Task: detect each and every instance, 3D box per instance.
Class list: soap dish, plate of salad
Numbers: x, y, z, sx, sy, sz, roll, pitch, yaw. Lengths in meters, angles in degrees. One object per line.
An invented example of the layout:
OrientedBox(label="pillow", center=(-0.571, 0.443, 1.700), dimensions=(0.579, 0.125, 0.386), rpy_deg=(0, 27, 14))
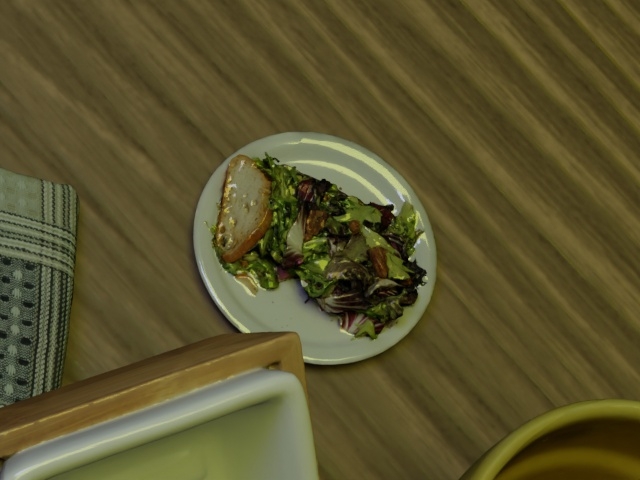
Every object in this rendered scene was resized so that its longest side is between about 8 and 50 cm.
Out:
OrientedBox(label="soap dish", center=(-0.109, 0.211, 1.196), dimensions=(0.229, 0.118, 0.291), rpy_deg=(-18, 118, -22))
OrientedBox(label="plate of salad", center=(0.000, 0.000, 1.433), dimensions=(0.199, 0.048, 0.200), rpy_deg=(7, 64, -14))

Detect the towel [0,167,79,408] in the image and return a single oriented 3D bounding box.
OrientedBox(label="towel", center=(-0.323, 0.032, 1.253), dimensions=(0.324, 0.056, 0.312), rpy_deg=(20, 50, -22))

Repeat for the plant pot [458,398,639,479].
OrientedBox(label="plant pot", center=(0.171, 0.264, 1.258), dimensions=(0.254, 0.239, 0.254), rpy_deg=(7, 64, -14))
